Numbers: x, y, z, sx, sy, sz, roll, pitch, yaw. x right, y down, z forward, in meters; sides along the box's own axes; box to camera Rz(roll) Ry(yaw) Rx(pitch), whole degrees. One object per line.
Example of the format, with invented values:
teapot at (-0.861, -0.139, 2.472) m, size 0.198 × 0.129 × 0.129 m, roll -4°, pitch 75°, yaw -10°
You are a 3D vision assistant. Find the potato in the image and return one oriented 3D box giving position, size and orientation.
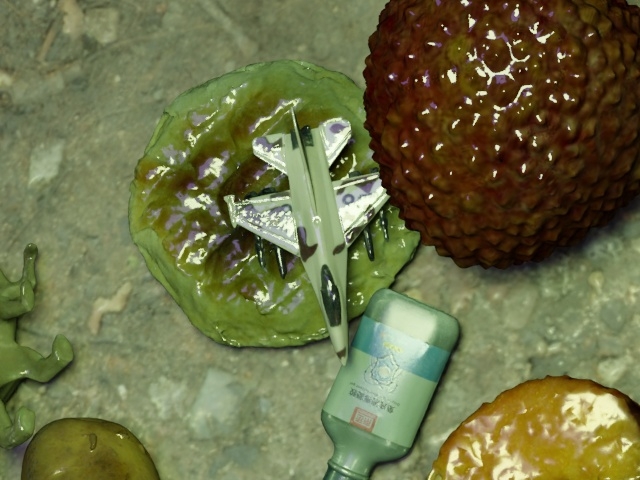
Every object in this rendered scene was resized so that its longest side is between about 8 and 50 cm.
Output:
potato at (-0.214, 0.250, 1.568) m, size 0.137 × 0.137 × 0.176 m, roll -23°, pitch 51°, yaw 14°

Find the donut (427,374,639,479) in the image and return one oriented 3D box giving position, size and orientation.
donut at (0.210, 0.244, 1.423) m, size 0.253 × 0.118 × 0.254 m, roll -5°, pitch 75°, yaw 19°

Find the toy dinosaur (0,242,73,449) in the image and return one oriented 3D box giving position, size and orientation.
toy dinosaur at (-0.328, 0.111, 1.659) m, size 0.162 × 0.077 × 0.294 m, roll -24°, pitch 56°, yaw 33°

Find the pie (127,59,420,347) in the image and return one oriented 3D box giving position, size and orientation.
pie at (-0.047, -0.036, 1.596) m, size 0.306 × 0.071 × 0.306 m, roll -4°, pitch 78°, yaw 20°

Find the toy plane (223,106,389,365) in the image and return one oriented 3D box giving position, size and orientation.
toy plane at (0.000, -0.006, 1.506) m, size 0.160 × 0.082 × 0.234 m, roll -11°, pitch 94°, yaw 4°

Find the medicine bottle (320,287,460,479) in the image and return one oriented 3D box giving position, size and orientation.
medicine bottle at (0.051, 0.151, 1.528) m, size 0.090 × 0.053 × 0.209 m, roll 23°, pitch 90°, yaw 12°

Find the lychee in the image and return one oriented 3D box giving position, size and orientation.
lychee at (0.169, -0.121, 1.425) m, size 0.275 × 0.275 × 0.304 m, roll 22°, pitch 102°, yaw 22°
